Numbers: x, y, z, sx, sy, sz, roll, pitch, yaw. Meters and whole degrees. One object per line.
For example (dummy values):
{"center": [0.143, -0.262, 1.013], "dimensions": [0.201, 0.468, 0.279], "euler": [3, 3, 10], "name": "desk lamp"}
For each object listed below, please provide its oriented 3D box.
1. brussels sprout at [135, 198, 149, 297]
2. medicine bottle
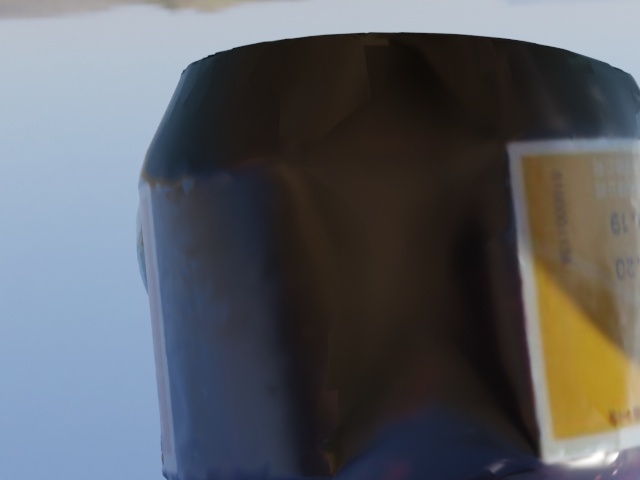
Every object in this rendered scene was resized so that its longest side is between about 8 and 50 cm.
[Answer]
{"center": [0.000, 0.000, 1.071], "dimensions": [0.244, 0.244, 0.244], "euler": [-2, -171, 0], "name": "brussels sprout"}
{"center": [0.040, 0.118, 0.731], "dimensions": [0.242, 0.395, 0.242], "euler": [-1, 178, 0], "name": "medicine bottle"}
